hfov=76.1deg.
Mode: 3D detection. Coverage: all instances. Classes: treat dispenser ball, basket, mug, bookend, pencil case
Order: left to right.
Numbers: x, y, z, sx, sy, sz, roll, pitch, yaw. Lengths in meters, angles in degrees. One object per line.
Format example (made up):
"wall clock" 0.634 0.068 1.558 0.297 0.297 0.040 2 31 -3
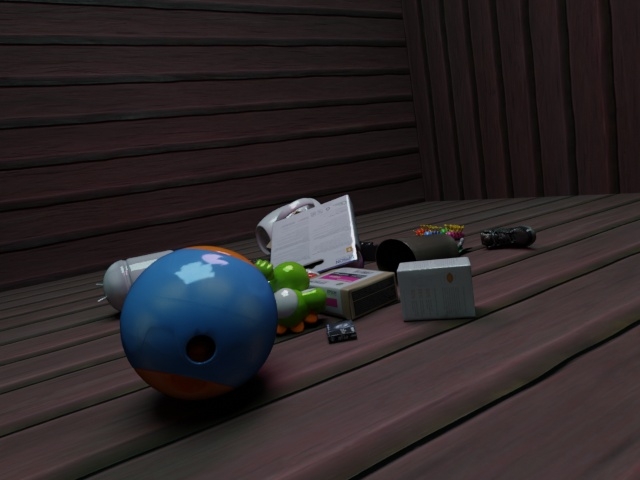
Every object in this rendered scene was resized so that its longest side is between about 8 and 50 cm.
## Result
"treat dispenser ball" -0.226 0.153 0.786 0.288 0.288 0.288 -9 8 1
"mug" -0.145 -0.077 2.110 0.328 0.276 0.374 -22 -26 -32
"pencil case" 0.067 0.067 1.621 0.124 0.124 0.284 -12 6 -18
"bookend" 0.212 0.041 1.822 0.157 0.072 0.156 -3 10 33
"basket" 0.335 0.053 1.360 0.227 0.154 0.204 -10 8 -29

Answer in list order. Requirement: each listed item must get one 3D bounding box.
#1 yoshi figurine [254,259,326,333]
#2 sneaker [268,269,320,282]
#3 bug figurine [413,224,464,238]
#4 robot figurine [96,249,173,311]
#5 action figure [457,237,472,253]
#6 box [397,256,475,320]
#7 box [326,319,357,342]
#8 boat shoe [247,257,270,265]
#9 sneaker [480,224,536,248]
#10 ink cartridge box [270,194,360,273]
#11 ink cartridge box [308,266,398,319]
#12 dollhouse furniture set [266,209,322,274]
"yoshi figurine" -0.170 0.152 1.090 0.362 0.202 0.203 -8 1 -12
"sneaker" -0.124 0.174 1.294 0.279 0.107 0.118 -13 27 -3
"bug figurine" 0.567 -0.036 1.958 0.216 0.072 0.279 -2 4 4
"robot figurine" -0.648 0.154 1.543 0.354 0.199 0.300 -13 17 -25
"action figure" 0.485 0.040 1.587 0.137 0.063 0.232 2 17 39
"box" 0.284 0.119 1.007 0.171 0.130 0.091 -6 8 16
"box" 0.049 0.217 0.978 0.067 0.018 0.083 -10 8 -1
"boat shoe" -0.329 0.153 1.465 0.324 0.119 0.122 -17 14 -12
"sneaker" 0.710 -0.008 1.576 0.130 0.087 0.227 -13 6 -15
"ink cartridge box" -0.024 0.014 1.466 0.324 0.071 0.330 -19 45 16
"ink cartridge box" 0.074 0.147 1.198 0.193 0.088 0.235 -14 10 -39
"dollhouse furniture set" -0.016 0.061 1.598 0.356 0.173 0.303 13 58 39
